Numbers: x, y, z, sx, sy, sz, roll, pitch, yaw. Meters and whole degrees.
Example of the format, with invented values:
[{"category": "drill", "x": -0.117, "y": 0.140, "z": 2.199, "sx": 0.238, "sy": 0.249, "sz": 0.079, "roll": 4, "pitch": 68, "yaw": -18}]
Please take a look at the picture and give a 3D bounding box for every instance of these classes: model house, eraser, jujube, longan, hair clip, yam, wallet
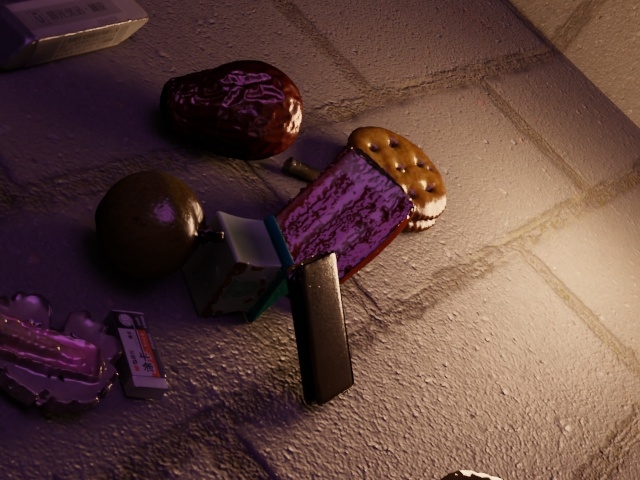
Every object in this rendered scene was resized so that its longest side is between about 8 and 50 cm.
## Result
[{"category": "model house", "x": -0.098, "y": 0.038, "z": 1.722, "sx": 0.149, "sy": 0.127, "sz": 0.100, "roll": 5, "pitch": 46, "yaw": -37}, {"category": "eraser", "x": -0.404, "y": -0.336, "z": 1.936, "sx": 0.089, "sy": 0.061, "sz": 0.352, "roll": 45, "pitch": 31, "yaw": 8}, {"category": "jujube", "x": -0.145, "y": -0.211, "z": 1.976, "sx": 0.236, "sy": 0.168, "sz": 0.168, "roll": 0, "pitch": 47, "yaw": -26}, {"category": "longan", "x": -0.214, "y": -0.019, "z": 1.645, "sx": 0.176, "sy": 0.145, "sz": 0.155, "roll": 9, "pitch": 50, "yaw": 8}, {"category": "hair clip", "x": -0.368, "y": 0.100, "z": 1.418, "sx": 0.300, "sy": 0.069, "sz": 0.173, "roll": 33, "pitch": 32, "yaw": -30}, {"category": "yam", "x": -0.006, "y": -0.106, "z": 2.094, "sx": 0.129, "sy": 0.033, "sz": 0.027, "roll": 23, "pitch": 10, "yaw": -32}, {"category": "wallet", "x": 0.002, "y": 0.121, "z": 1.697, "sx": 0.110, "sy": 0.031, "sz": 0.198, "roll": -24, "pitch": 108, "yaw": -57}, {"category": "eraser", "x": -0.232, "y": 0.142, "z": 1.545, "sx": 0.052, "sy": 0.029, "sz": 0.122, "roll": 10, "pitch": 41, "yaw": -38}]

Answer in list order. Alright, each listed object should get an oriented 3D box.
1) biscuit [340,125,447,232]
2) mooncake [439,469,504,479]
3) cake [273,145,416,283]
[{"category": "biscuit", "x": 0.130, "y": -0.110, "z": 2.199, "sx": 0.220, "sy": 0.066, "sz": 0.220, "roll": 26, "pitch": 35, "yaw": -20}, {"category": "mooncake", "x": 0.201, "y": 0.434, "z": 1.509, "sx": 0.284, "sy": 0.155, "sz": 0.284, "roll": 25, "pitch": 33, "yaw": -18}, {"category": "cake", "x": 0.000, "y": 0.000, "z": 1.945, "sx": 0.158, "sy": 0.159, "sz": 0.262, "roll": 45, "pitch": 67, "yaw": 8}]
